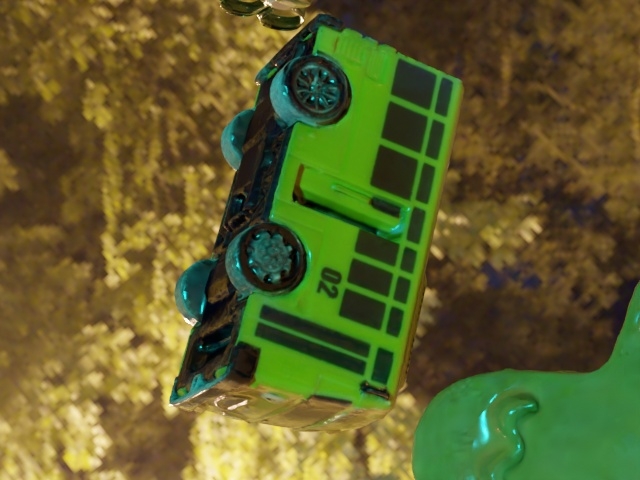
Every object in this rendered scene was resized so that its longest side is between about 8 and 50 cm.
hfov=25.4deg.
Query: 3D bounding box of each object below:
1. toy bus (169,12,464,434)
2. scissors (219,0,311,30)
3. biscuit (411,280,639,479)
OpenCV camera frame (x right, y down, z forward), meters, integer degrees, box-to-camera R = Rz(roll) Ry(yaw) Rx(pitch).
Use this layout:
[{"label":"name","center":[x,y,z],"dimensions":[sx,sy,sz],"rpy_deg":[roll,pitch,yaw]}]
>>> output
[{"label":"toy bus","center":[0.000,0.000,0.957],"dimensions":[0.128,0.150,0.262],"rpy_deg":[-32,41,62]},{"label":"scissors","center":[-0.031,-0.270,1.537],"dimensions":[0.101,0.027,0.204],"rpy_deg":[15,-13,-27]},{"label":"biscuit","center":[0.200,0.129,0.554],"dimensions":[0.355,0.275,0.052],"rpy_deg":[-6,-9,30]}]
